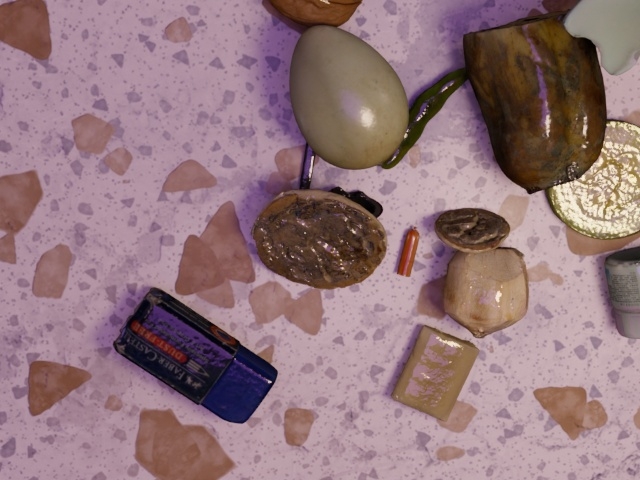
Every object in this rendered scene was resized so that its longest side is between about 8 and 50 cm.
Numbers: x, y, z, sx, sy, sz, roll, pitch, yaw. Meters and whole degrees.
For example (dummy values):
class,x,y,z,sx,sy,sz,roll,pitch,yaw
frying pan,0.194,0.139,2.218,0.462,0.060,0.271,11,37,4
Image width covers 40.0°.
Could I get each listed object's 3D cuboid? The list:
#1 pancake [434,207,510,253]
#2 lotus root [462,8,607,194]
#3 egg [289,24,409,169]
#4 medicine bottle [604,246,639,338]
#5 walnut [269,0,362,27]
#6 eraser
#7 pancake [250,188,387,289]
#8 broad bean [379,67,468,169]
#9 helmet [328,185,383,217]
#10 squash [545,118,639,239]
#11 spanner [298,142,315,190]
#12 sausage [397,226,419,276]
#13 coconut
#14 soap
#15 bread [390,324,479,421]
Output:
class,x,y,z,sx,sy,sz,roll,pitch,yaw
pancake,0.308,-0.022,1.795,0.158,0.158,0.028,-5,124,0
lotus root,0.426,-0.268,1.713,0.250,0.250,0.346,-13,96,1
egg,0.048,-0.279,1.711,0.218,0.218,0.295,-29,99,4
medicine bottle,0.670,0.108,1.827,0.135,0.135,0.168,-13,98,1
walnut,-0.015,-0.502,1.708,0.207,0.167,0.167,22,98,-6
eraser,-0.264,0.249,1.850,0.332,0.101,0.155,35,98,-5
pancake,-0.001,0.001,1.786,0.282,0.049,0.282,7,131,9
broad bean,0.215,-0.266,1.806,0.060,0.043,0.297,39,95,-16
helmet,0.060,-0.055,1.816,0.123,0.098,0.070,18,125,-7
squash,0.594,-0.127,1.831,0.252,0.049,0.252,0,99,0
spanner,-0.029,-0.138,1.836,0.054,0.015,0.254,9,99,-4
sausage,0.188,0.022,1.857,0.031,0.031,0.107,12,97,-3
coconut,0.337,0.108,1.801,0.194,0.194,0.194,0,99,-1
soap,0.632,-0.499,1.616,0.156,0.446,0.261,44,132,2
bread,0.246,0.282,1.884,0.139,0.060,0.178,25,97,-6
